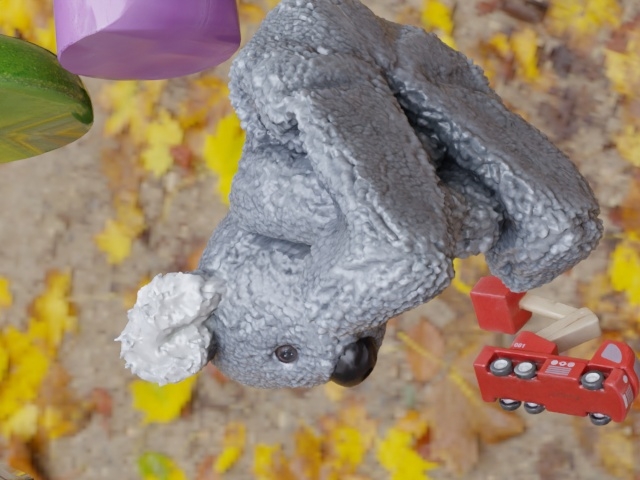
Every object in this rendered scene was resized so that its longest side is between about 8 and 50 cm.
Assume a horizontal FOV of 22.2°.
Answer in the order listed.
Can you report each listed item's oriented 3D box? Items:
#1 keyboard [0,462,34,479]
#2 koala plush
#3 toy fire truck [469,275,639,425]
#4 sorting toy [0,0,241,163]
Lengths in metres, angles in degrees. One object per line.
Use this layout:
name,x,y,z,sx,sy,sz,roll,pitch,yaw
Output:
keyboard,-0.277,0.158,0.893,0.033,0.201,0.317,67,159,-4
koala plush,0.000,0.000,0.916,0.203,0.196,0.221,54,130,23
toy fire truck,0.203,0.093,1.435,0.192,0.135,0.047,5,128,34
sorting toy,-0.179,-0.095,0.684,0.365,0.127,0.126,-16,75,40
